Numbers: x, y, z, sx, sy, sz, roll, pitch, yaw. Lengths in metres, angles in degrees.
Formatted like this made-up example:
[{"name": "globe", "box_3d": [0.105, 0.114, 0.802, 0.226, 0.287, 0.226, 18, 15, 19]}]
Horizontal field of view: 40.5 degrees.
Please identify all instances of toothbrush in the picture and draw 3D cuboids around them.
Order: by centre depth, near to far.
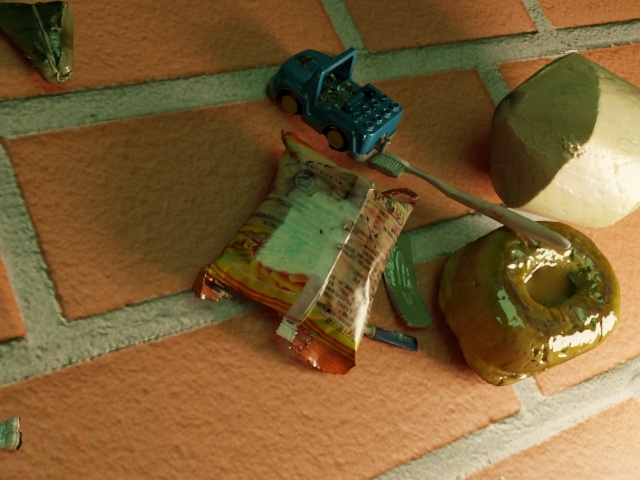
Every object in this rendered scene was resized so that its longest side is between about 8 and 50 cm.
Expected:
[{"name": "toothbrush", "box_3d": [0.195, -0.054, 1.173, 0.307, 0.025, 0.029, 28, 59, 27]}]

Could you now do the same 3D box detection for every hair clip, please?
[{"name": "hair clip", "box_3d": [0.114, 0.055, 1.167, 0.054, 0.022, 0.137, -3, 68, -30]}]

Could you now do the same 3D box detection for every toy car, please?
[{"name": "toy car", "box_3d": [0.026, -0.200, 1.183, 0.191, 0.100, 0.097, 38, 50, 14]}]

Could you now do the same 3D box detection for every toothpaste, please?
[{"name": "toothpaste", "box_3d": [0.090, 0.126, 1.122, 0.083, 0.019, 0.027, 18, 35, -20]}]

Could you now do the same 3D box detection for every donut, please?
[{"name": "donut", "box_3d": [0.285, 0.075, 1.185, 0.261, 0.128, 0.209, -20, 75, -34]}]

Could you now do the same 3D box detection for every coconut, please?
[{"name": "coconut", "box_3d": [0.364, -0.147, 1.274, 0.244, 0.239, 0.239, 16, 60, -21]}]

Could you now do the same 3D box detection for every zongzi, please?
[{"name": "zongzi", "box_3d": [-0.359, -0.239, 1.046, 0.119, 0.055, 0.109, -1, 68, -16]}]

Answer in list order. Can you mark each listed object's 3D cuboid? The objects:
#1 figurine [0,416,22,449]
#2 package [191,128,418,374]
[{"name": "figurine", "box_3d": [-0.347, 0.184, 0.843, 0.106, 0.047, 0.060, 6, 72, -28]}, {"name": "package", "box_3d": [-0.006, -0.003, 1.082, 0.223, 0.108, 0.288, 29, 59, -11]}]
